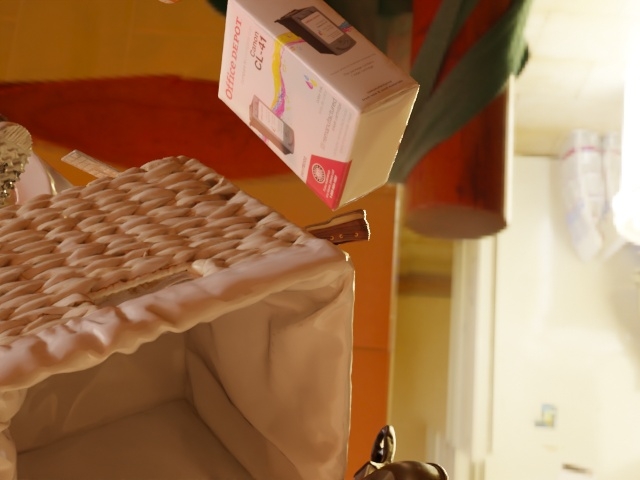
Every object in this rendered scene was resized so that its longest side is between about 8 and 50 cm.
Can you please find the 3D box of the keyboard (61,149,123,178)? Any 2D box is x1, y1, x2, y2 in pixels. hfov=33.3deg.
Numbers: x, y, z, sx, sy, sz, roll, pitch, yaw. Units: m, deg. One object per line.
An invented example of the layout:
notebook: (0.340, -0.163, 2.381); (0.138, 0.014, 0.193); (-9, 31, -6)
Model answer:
keyboard: (-0.303, -0.087, 1.772); (0.256, 0.014, 0.072); (26, 166, -26)

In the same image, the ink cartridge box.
ink cartridge box: (-0.014, -0.233, 1.669); (0.131, 0.306, 0.226); (-32, 153, -31)

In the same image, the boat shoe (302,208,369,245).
boat shoe: (0.000, 0.000, 1.852); (0.178, 0.060, 0.064); (-19, 174, 9)

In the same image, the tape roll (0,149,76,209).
tape roll: (-0.499, -0.026, 1.661); (0.246, 0.246, 0.169); (1, 166, 10)

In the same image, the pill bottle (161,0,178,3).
pill bottle: (-0.107, -0.363, 1.227); (0.216, 0.121, 0.121); (-16, 155, 19)

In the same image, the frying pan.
frying pan: (0.066, 0.250, 1.072); (0.053, 0.326, 0.197); (41, 129, -10)

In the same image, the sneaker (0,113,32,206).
sneaker: (-0.480, -0.047, 1.291); (0.146, 0.293, 0.102); (36, 179, 23)

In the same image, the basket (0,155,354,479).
basket: (-0.174, 0.135, 0.927); (0.328, 0.331, 0.266); (-19, -142, -32)
